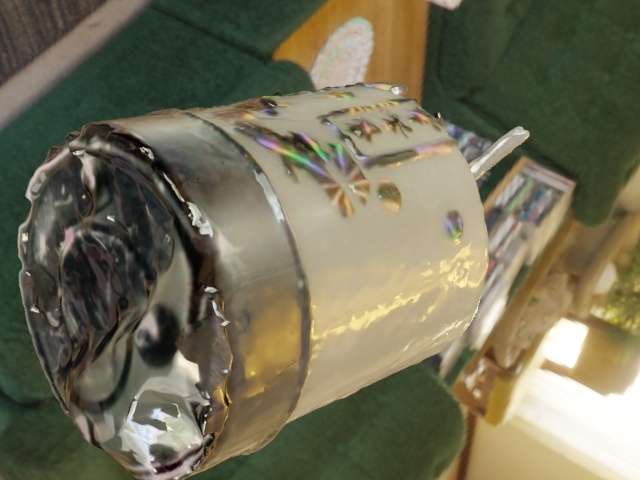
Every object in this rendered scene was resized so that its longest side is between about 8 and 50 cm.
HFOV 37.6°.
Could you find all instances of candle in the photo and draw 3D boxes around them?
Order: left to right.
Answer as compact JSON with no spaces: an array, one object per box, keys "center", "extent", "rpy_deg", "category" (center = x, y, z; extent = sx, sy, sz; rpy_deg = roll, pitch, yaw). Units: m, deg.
[{"center":[0.000,0.000,0.547],"extent":[0.330,0.187,0.187],"rpy_deg":[-18,133,-42],"category":"candle"}]
